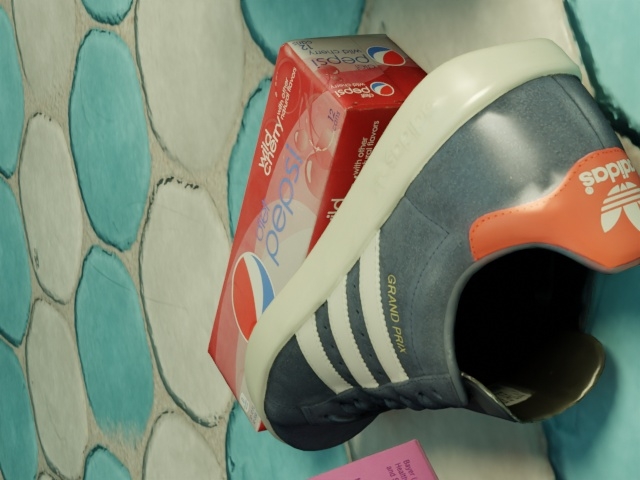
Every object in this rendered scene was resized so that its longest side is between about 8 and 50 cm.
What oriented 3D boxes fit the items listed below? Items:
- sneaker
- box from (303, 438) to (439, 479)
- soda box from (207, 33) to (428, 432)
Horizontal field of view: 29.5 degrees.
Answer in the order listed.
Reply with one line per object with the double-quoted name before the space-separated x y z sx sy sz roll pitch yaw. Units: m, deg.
"sneaker" 0.064 0.057 0.670 0.148 0.131 0.350 56 147 23
"box" 0.037 0.273 0.700 0.243 0.117 0.213 97 151 -54
"soda box" 0.000 0.000 0.805 0.092 0.084 0.263 52 138 42
